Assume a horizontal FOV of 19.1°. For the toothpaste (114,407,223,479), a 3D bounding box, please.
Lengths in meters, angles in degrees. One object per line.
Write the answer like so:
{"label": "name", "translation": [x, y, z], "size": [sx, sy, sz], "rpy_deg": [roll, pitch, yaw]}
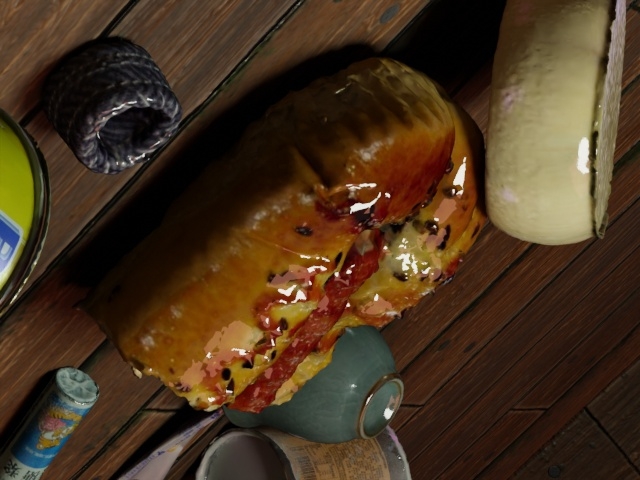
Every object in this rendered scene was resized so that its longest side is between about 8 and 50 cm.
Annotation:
{"label": "toothpaste", "translation": [-0.156, 0.226, 2.185], "size": [0.301, 0.048, 0.075], "rpy_deg": [-46, 161, 22]}

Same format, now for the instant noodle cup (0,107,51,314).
{"label": "instant noodle cup", "translation": [-0.297, -0.034, 1.203], "size": [0.205, 0.205, 0.153], "rpy_deg": [-41, 150, 3]}

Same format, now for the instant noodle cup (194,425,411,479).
{"label": "instant noodle cup", "translation": [-0.029, 0.311, 2.366], "size": [0.207, 0.217, 0.217], "rpy_deg": [2, 135, -51]}

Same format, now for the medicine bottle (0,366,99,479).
{"label": "medicine bottle", "translation": [-0.287, 0.204, 1.905], "size": [0.051, 0.051, 0.191], "rpy_deg": [-12, 146, -52]}

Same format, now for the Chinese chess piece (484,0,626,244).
{"label": "Chinese chess piece", "translation": [0.229, -0.130, 1.824], "size": [0.270, 0.112, 0.270], "rpy_deg": [7, 90, -79]}

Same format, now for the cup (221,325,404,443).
{"label": "cup", "translation": [0.010, 0.147, 2.075], "size": [0.199, 0.150, 0.199], "rpy_deg": [-39, 144, -36]}

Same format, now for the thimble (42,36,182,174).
{"label": "thimble", "translation": [-0.159, -0.103, 1.466], "size": [0.095, 0.066, 0.104], "rpy_deg": [-32, 158, -12]}

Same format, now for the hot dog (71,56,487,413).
{"label": "hot dog", "translation": [0.000, 0.000, 1.791], "size": [0.365, 0.196, 0.367], "rpy_deg": [-48, 161, 10]}
